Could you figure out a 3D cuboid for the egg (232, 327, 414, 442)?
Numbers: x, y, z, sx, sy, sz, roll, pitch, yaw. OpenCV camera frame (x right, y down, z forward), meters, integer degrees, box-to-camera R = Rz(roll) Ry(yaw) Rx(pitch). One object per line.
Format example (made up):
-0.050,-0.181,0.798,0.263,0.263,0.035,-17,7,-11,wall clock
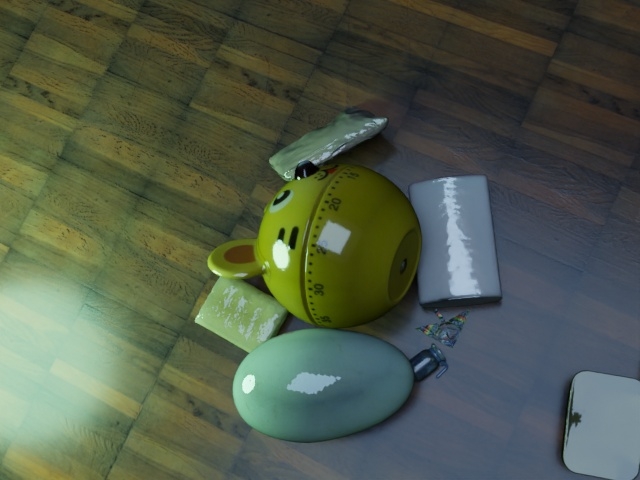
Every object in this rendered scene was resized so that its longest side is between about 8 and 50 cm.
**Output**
0.006,0.292,1.675,0.371,0.230,0.229,-7,75,2,egg

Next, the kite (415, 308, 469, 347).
0.270,0.187,1.762,0.122,0.004,0.090,-24,73,4,kite

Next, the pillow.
0.014,-0.222,1.851,0.270,0.173,0.067,-32,117,0,pillow

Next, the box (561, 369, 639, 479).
0.556,0.366,1.619,0.145,0.090,0.200,7,78,13,box

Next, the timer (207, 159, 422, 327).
0.000,0.000,1.689,0.387,0.376,0.376,14,80,24,timer

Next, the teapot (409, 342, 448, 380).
0.226,0.264,1.729,0.083,0.049,0.063,-37,73,1,teapot

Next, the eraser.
0.286,0.002,1.757,0.174,0.095,0.270,-7,76,9,eraser

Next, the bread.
-0.171,0.166,1.825,0.178,0.060,0.139,30,85,16,bread
